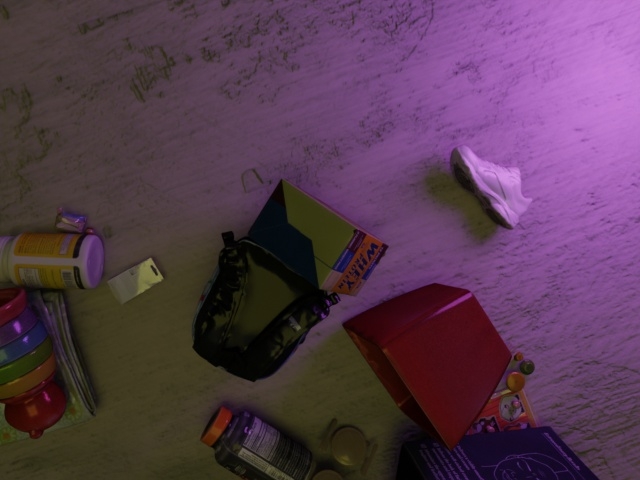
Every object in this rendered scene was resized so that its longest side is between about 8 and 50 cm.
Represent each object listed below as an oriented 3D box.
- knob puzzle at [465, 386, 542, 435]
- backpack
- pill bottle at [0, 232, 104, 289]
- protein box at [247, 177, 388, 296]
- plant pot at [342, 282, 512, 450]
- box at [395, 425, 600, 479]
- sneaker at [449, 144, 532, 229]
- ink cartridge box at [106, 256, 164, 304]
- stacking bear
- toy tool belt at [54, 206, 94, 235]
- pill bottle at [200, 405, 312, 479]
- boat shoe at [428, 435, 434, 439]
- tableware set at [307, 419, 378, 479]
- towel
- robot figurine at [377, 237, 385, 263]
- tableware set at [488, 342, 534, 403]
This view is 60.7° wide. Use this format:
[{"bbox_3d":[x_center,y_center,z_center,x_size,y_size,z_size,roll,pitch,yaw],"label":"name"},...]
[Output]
[{"bbox_3d":[0.440,0.461,1.336,0.213,0.030,0.213,-1,98,-4],"label":"knob puzzle"},{"bbox_3d":[-0.142,0.151,1.167,0.276,0.213,0.263,33,86,-1],"label":"backpack"},{"bbox_3d":[-0.585,0.043,1.167,0.208,0.119,0.119,3,97,-4],"label":"pill bottle"},{"bbox_3d":[0.000,0.000,1.124,0.199,0.201,0.136,35,95,25],"label":"protein box"},{"bbox_3d":[0.243,0.236,1.192,0.235,0.267,0.267,-36,99,-11],"label":"plant pot"},{"bbox_3d":[0.393,0.589,1.168,0.395,0.293,0.212,0,110,-15],"label":"box"},{"bbox_3d":[0.387,-0.139,1.233,0.115,0.090,0.232,-45,107,-4],"label":"sneaker"},{"bbox_3d":[-0.413,0.089,1.230,0.115,0.029,0.063,-30,98,-1],"label":"ink cartridge box"},{"bbox_3d":[-0.611,0.256,1.096,0.164,0.175,0.289,-15,110,5],"label":"stacking bear"},{"bbox_3d":[-0.535,-0.042,1.193,0.083,0.052,0.051,13,70,-37],"label":"toy tool belt"},{"bbox_3d":[-0.150,0.480,1.249,0.245,0.130,0.130,35,94,-7],"label":"pill bottle"},{"bbox_3d":[0.292,0.464,1.302,0.073,0.080,0.224,9,101,-10],"label":"boat shoe"},{"bbox_3d":[0.041,0.535,1.284,0.128,0.039,0.194,29,65,6],"label":"tableware set"},{"bbox_3d":[-0.714,0.295,1.208,0.374,0.090,0.321,-15,98,-2],"label":"towel"},{"bbox_3d":[0.089,0.036,1.237,0.115,0.067,0.101,-23,72,1],"label":"robot figurine"},{"bbox_3d":[0.439,0.328,1.316,0.104,0.024,0.154,44,87,-1],"label":"tableware set"}]
